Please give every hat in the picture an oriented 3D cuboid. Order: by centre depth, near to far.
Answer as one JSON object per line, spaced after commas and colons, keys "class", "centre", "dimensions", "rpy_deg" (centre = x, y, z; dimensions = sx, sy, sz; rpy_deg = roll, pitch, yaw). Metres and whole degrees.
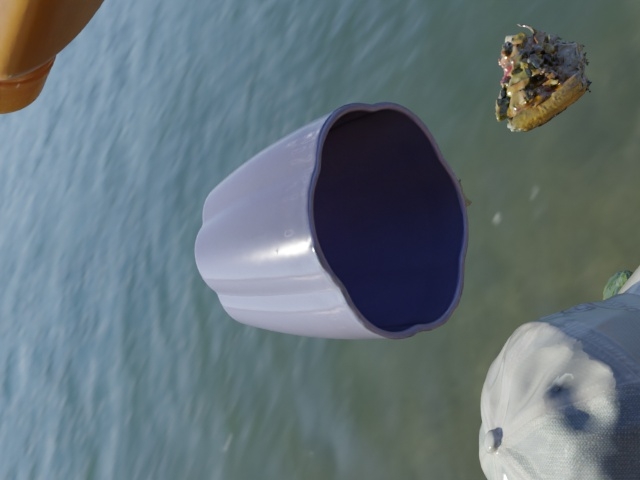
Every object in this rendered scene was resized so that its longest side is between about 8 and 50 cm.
{"class": "hat", "centre": [0.218, 0.090, 0.712], "dimensions": [0.275, 0.161, 0.232], "rpy_deg": [-55, 21, -6]}

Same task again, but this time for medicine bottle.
{"class": "medicine bottle", "centre": [-0.218, -0.197, 0.734], "dimensions": [0.222, 0.112, 0.149], "rpy_deg": [-50, 5, 46]}

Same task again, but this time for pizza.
{"class": "pizza", "centre": [0.333, -0.267, 1.586], "dimensions": [0.147, 0.069, 0.226], "rpy_deg": [-20, 45, 32]}

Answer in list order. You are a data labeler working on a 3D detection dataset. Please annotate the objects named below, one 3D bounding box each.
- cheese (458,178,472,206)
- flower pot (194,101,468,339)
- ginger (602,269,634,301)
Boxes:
{"class": "cheese", "centre": [0.213, -0.066, 1.835], "dimensions": [0.092, 0.047, 0.171], "rpy_deg": [-34, -10, 24]}
{"class": "flower pot", "centre": [0.000, 0.000, 1.173], "dimensions": [0.243, 0.265, 0.265], "rpy_deg": [-17, 48, 43]}
{"class": "ginger", "centre": [0.436, 0.162, 1.392], "dimensions": [0.089, 0.137, 0.290], "rpy_deg": [-22, 58, 18]}
